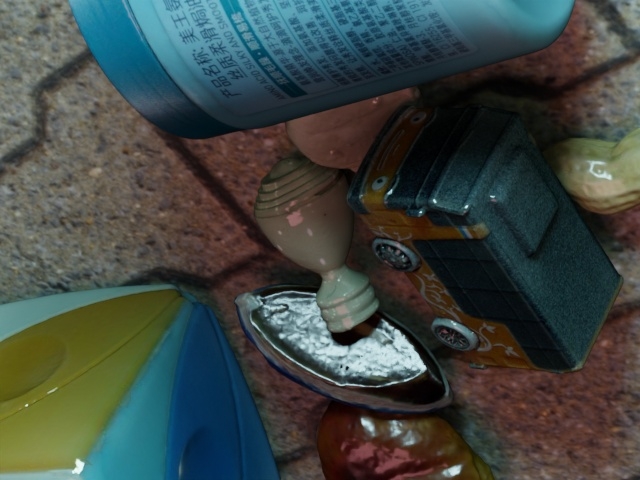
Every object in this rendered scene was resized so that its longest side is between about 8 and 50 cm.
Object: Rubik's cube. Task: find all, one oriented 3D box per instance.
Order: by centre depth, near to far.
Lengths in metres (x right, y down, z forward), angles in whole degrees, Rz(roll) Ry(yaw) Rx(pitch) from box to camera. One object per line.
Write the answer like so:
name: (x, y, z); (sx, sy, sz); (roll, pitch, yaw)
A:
Rubik's cube: (-0.280, 0.283, 1.956); (0.347, 0.352, 0.351); (-6, 124, 26)

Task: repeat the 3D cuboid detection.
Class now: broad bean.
broad bean: (0.100, 0.253, 1.924); (0.229, 0.122, 0.156); (29, 120, -4)

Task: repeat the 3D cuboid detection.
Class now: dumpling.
dumpling: (0.037, -0.132, 1.679); (0.150, 0.092, 0.176); (17, 125, -15)

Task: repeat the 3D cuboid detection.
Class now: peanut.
peanut: (0.295, -0.068, 1.629); (0.187, 0.082, 0.082); (-7, 122, 30)

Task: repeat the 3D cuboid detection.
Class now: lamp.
lamp: (0.000, 0.000, 1.776); (0.106, 0.106, 0.193); (-14, 111, 31)

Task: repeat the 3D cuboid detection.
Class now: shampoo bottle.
shampoo bottle: (0.004, -0.279, 1.427); (0.343, 0.331, 0.331); (-12, 119, 29)

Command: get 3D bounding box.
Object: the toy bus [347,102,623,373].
toy bus: (0.163, 0.001, 1.642); (0.167, 0.138, 0.275); (3, 142, 43)

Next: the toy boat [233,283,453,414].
toy boat: (0.025, 0.123, 1.875); (0.262, 0.114, 0.115); (22, 165, 9)
